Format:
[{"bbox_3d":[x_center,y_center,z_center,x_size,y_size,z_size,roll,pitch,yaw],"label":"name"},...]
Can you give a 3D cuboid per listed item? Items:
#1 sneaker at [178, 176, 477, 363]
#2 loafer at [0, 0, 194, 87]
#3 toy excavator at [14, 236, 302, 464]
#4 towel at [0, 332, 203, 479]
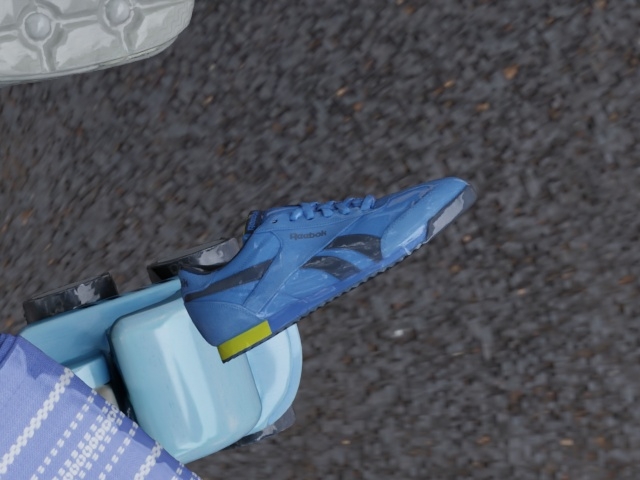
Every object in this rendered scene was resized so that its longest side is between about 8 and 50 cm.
[{"bbox_3d":[0.000,0.000,1.095,0.209,0.069,0.082,-29,88,14],"label":"sneaker"},{"bbox_3d":[-0.212,-0.100,0.708,0.319,0.111,0.112,-7,103,-27],"label":"loafer"},{"bbox_3d":[-0.210,0.157,1.639,0.433,0.445,0.222,-18,94,-12],"label":"toy excavator"},{"bbox_3d":[-0.135,0.245,0.994,0.336,0.040,0.243,43,65,-18],"label":"towel"}]
